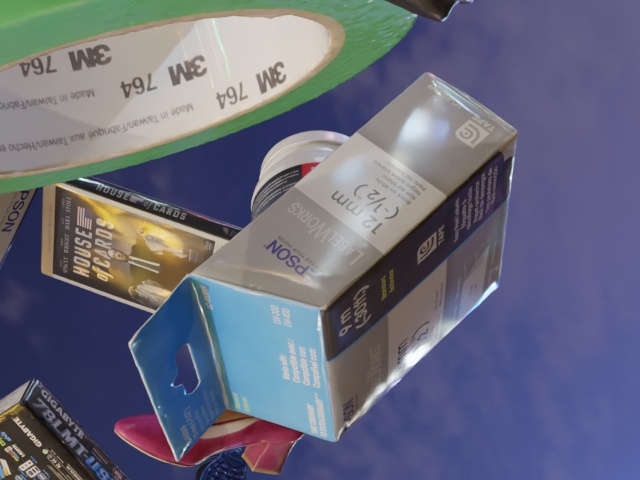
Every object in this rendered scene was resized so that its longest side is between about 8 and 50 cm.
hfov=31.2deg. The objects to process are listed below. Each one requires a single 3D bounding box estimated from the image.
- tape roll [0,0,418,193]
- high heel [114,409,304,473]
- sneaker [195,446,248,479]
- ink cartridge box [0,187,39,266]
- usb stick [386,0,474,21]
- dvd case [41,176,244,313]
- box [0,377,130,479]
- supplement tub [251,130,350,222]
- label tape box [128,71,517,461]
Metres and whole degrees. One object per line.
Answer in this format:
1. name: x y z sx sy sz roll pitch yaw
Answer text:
1. tape roll: -0.112 -0.103 0.580 0.321 0.321 0.077 -9 -99 -55
2. high heel: -0.118 0.206 1.345 0.244 0.082 0.117 18 -78 -30
3. sneaker: -0.173 0.393 1.951 0.090 0.081 0.232 -49 14 40
4. ink cartridge box: -0.475 0.034 1.223 0.303 0.072 0.307 -60 -20 15
5. usb stick: 0.088 -0.211 0.401 0.045 0.077 0.278 22 -80 -41
6. dvd case: -0.214 0.014 1.352 0.179 0.239 0.029 107 -177 -48
7. box: -0.418 0.380 1.601 0.295 0.293 0.073 51 -161 -16
8. supplement tub: 0.000 0.000 1.568 0.191 0.191 0.272 63 -163 -44
9. label tape box: 0.015 0.055 0.992 0.348 0.115 0.249 -43 -26 -22
